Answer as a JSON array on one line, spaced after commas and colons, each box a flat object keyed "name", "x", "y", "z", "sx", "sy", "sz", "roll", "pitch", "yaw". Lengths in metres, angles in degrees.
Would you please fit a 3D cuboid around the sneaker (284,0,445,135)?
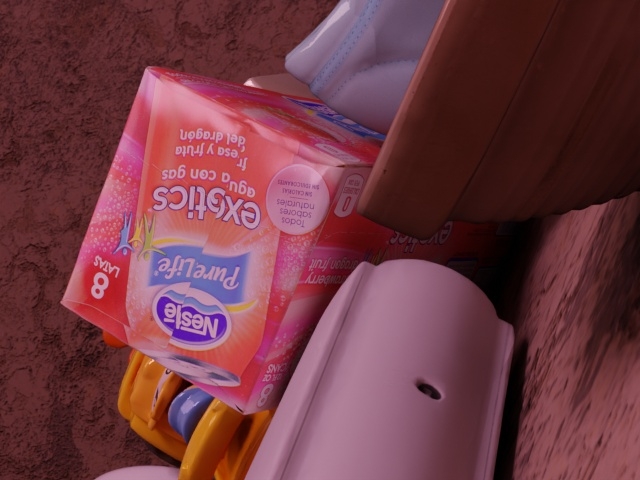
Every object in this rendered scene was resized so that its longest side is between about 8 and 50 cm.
[{"name": "sneaker", "x": 0.078, "y": -0.226, "z": 0.761, "sx": 0.135, "sy": 0.150, "sz": 0.366, "roll": -69, "pitch": -1, "yaw": -76}]

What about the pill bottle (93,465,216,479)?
[{"name": "pill bottle", "x": -0.154, "y": 0.390, "z": 1.046, "sx": 0.229, "sy": 0.229, "sz": 0.407, "roll": 111, "pitch": -178, "yaw": -52}]

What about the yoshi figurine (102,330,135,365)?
[{"name": "yoshi figurine", "x": -0.080, "y": 0.077, "z": 1.635, "sx": 0.203, "sy": 0.362, "sz": 0.203, "roll": 111, "pitch": -177, "yaw": -51}]

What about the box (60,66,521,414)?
[{"name": "box", "x": 0.000, "y": 0.000, "z": 0.895, "sx": 0.300, "sy": 0.142, "sz": 0.154, "roll": -1, "pitch": -65, "yaw": -62}]

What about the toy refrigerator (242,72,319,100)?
[{"name": "toy refrigerator", "x": -0.012, "y": -0.078, "z": 1.163, "sx": 0.102, "sy": 0.094, "sz": 0.269, "roll": -49, "pitch": -8, "yaw": 20}]

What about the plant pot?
[{"name": "plant pot", "x": 0.107, "y": -0.098, "z": 0.519, "sx": 0.237, "sy": 0.110, "sz": 0.237, "roll": 22, "pitch": -90, "yaw": -90}]

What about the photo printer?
[{"name": "photo printer", "x": -0.006, "y": 0.177, "z": 0.658, "sx": 0.307, "sy": 0.107, "sz": 0.256, "roll": -65, "pitch": -3, "yaw": -63}]

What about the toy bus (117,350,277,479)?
[{"name": "toy bus", "x": -0.036, "y": 0.140, "z": 1.001, "sx": 0.149, "sy": 0.220, "sz": 0.211, "roll": -62, "pitch": 6, "yaw": 17}]
